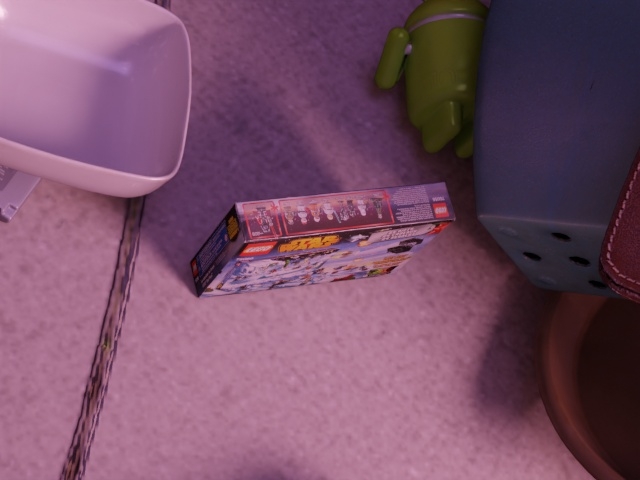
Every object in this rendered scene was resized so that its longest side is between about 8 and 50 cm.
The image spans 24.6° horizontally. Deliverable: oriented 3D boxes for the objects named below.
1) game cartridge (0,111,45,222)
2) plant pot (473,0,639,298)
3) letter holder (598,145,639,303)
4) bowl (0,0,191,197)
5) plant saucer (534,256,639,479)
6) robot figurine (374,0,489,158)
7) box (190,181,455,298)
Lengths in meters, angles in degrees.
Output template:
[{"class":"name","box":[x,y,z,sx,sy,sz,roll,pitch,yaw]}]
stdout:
[{"class":"game cartridge","box":[-0.204,-0.054,0.869,0.083,0.017,0.056,35,63,-5]},{"class":"plant pot","box":[0.197,-0.088,0.939,0.166,0.165,0.234,43,61,-49]},{"class":"letter holder","box":[0.306,-0.030,0.835,0.214,0.152,0.302,24,68,23]},{"class":"bowl","box":[-0.152,-0.091,0.872,0.142,0.053,0.142,16,53,-22]},{"class":"plant saucer","box":[0.274,0.078,0.920,0.278,0.041,0.277,-6,46,6]},{"class":"robot figurine","box":[0.090,-0.115,0.985,0.101,0.067,0.115,7,65,-21]},{"class":"box","box":[0.000,0.000,0.882,0.137,0.094,0.027,-6,71,-25]}]
